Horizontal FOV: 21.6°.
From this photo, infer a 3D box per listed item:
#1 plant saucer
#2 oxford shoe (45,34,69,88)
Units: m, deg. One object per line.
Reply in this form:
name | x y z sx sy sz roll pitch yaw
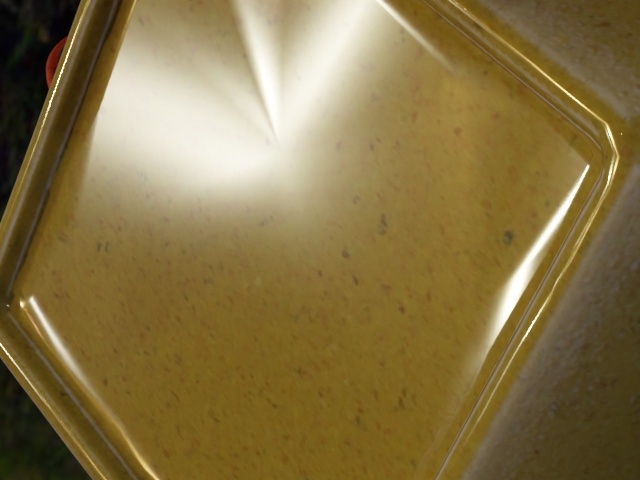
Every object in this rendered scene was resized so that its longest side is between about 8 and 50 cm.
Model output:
plant saucer | 0.000 0.000 0.565 0.081 0.333 0.332 -2 127 -44
oxford shoe | -0.072 -0.003 0.828 0.097 0.271 0.098 -12 131 -6
